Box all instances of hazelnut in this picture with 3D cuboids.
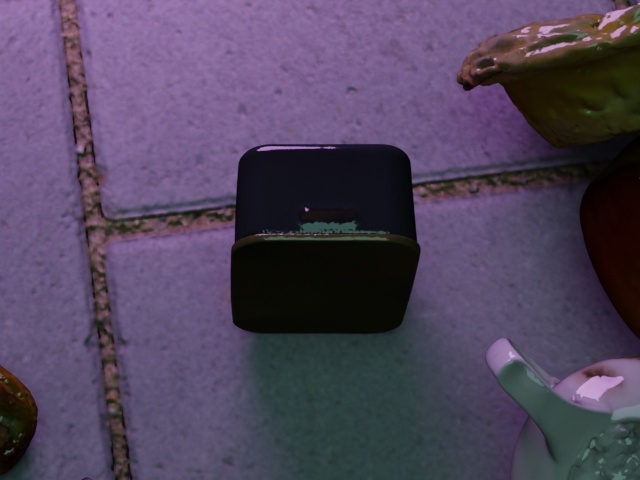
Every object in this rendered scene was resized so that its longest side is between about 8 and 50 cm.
[{"bbox_3d":[0.326,0.005,1.314,0.212,0.181,0.181,-18,117,-18],"label":"hazelnut"}]

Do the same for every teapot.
[{"bbox_3d":[0.239,0.185,1.250,0.298,0.139,0.204,40,100,6],"label":"teapot"}]

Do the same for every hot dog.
[{"bbox_3d":[-0.299,0.130,1.301,0.147,0.065,0.099,33,82,6],"label":"hot dog"}]

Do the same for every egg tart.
[{"bbox_3d":[0.257,-0.147,1.336,0.288,0.288,0.118,-12,94,-7],"label":"egg tart"}]

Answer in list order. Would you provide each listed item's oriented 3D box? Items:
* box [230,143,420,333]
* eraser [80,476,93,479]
[{"bbox_3d":[0.000,0.000,1.291,0.144,0.201,0.090,-1,67,-2],"label":"box"},{"bbox_3d":[-0.116,0.342,1.216,0.332,0.101,0.155,43,75,12],"label":"eraser"}]
